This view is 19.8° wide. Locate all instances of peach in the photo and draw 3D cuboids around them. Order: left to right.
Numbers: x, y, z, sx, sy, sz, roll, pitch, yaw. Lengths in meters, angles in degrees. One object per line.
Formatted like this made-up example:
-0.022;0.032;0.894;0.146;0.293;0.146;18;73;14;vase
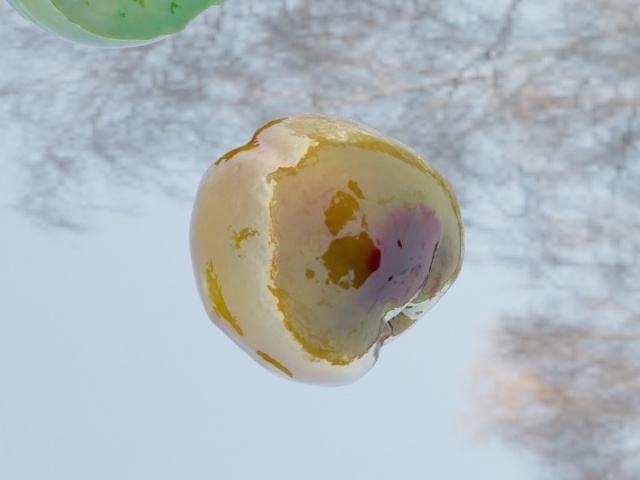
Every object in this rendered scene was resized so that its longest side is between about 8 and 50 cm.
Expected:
0.000;0.000;0.934;0.138;0.138;0.138;-1;-88;-49;peach

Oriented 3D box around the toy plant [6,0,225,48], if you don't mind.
-0.196;-0.263;1.304;0.224;0.316;0.184;-11;-60;-27;toy plant
